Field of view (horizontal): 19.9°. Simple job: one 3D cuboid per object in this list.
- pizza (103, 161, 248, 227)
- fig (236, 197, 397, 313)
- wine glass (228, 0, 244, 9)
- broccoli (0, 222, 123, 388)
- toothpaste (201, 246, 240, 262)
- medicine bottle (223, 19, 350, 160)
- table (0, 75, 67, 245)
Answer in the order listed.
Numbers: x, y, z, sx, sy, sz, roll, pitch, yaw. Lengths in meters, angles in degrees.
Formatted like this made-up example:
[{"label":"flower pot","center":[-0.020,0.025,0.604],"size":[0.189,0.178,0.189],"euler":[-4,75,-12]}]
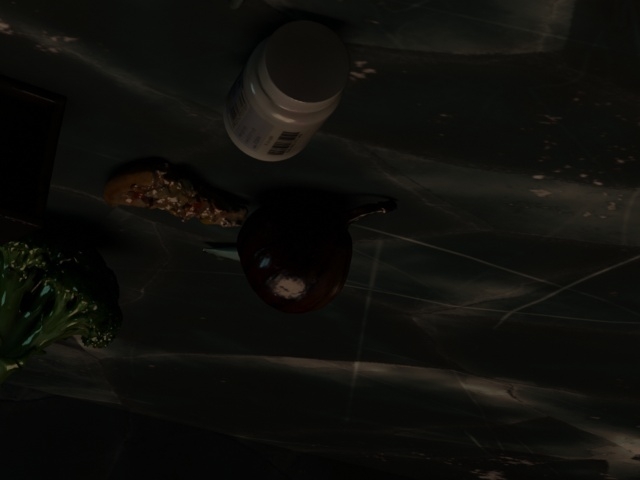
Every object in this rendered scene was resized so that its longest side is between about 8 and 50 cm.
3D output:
[{"label":"pizza","center":[-0.184,-0.049,2.399],"size":[0.195,0.052,0.185],"euler":[16,165,-23]},{"label":"fig","center":[-0.024,0.015,2.355],"size":[0.148,0.149,0.202],"euler":[23,155,-23]},{"label":"wine glass","center":[-0.183,-0.282,1.463],"size":[0.309,0.096,0.264],"euler":[14,177,-15]},{"label":"broccoli","center":[-0.426,0.103,2.672],"size":[0.254,0.269,0.269],"euler":[34,166,8]},{"label":"toothpaste","center":[-0.072,0.024,2.618],"size":[0.205,0.036,0.056],"euler":[4,165,30]},{"label":"medicine bottle","center":[-0.035,-0.154,1.872],"size":[0.103,0.102,0.186],"euler":[12,164,-11]},{"label":"table","center":[-0.414,-0.092,2.164],"size":[0.172,0.169,0.193],"euler":[17,160,-28]}]
